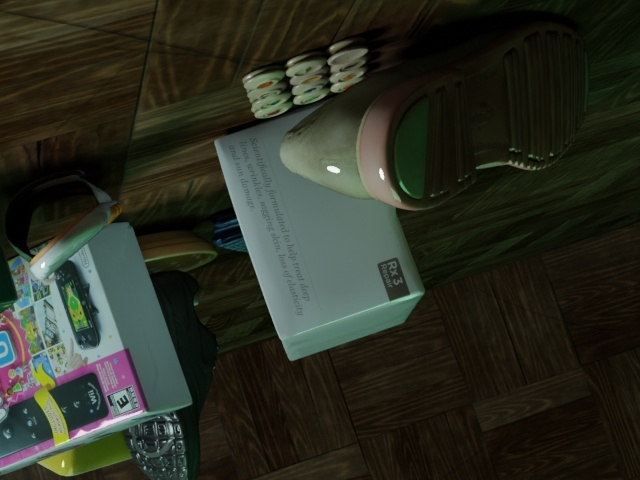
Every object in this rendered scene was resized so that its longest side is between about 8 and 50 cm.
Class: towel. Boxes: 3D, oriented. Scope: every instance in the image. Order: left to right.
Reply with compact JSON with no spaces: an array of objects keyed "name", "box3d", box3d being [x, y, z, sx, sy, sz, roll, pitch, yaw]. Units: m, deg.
[{"name":"towel","box3d":[-0.005,-0.042,1.951,0.243,0.040,0.336,-21,174,7]}]

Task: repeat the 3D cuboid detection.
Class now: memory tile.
[{"name":"memory tile","box3d":[-0.010,-0.141,1.285,0.113,0.012,0.148,-19,172,-1]}]

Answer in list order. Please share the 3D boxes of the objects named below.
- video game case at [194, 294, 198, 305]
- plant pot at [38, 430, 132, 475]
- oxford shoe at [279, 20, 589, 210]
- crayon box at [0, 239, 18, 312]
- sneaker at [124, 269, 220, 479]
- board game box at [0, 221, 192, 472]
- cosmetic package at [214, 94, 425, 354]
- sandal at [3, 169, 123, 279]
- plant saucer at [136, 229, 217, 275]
[{"name":"video game case","box3d":[-0.319,0.125,2.390,0.201,0.023,0.183,-19,173,11]},{"name":"plant pot","box3d":[-0.307,0.160,1.885,0.212,0.187,0.212,18,-161,38]},{"name":"oxford shoe","box3d":[0.121,-0.129,1.356,0.147,0.140,0.397,7,-164,37]},{"name":"crayon box","box3d":[-0.496,0.087,1.366,0.313,0.106,0.363,-14,172,-33]},{"name":"sneaker","box3d":[-0.176,0.172,1.818,0.109,0.286,0.130,6,-163,37]},{"name":"board game box","box3d":[-0.322,0.135,1.694,0.303,0.224,0.097,-24,172,30]},{"name":"cosmetic package","box3d":[0.000,0.000,1.563,0.156,0.217,0.385,-19,171,-1]},{"name":"sandal","box3d":[-0.238,-0.024,1.320,0.102,0.076,0.265,-41,-174,-5]},{"name":"plant saucer","box3d":[-0.228,0.025,1.806,0.200,0.037,0.200,-15,173,-2]}]
